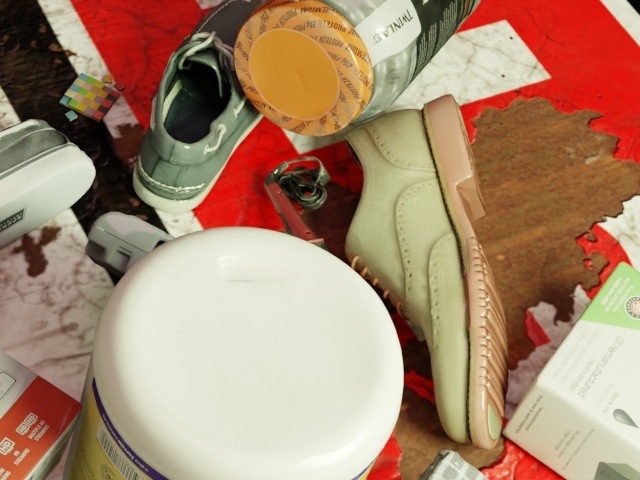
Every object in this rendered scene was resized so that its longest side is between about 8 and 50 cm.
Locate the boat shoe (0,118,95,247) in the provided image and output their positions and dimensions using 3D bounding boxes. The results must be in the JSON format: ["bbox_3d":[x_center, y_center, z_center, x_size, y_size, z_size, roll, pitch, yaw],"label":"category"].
[{"bbox_3d":[-0.361,-0.039,1.518,0.102,0.108,0.301,44,51,17],"label":"boat shoe"}]

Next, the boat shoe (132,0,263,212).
[{"bbox_3d":[-0.113,-0.170,1.698,0.116,0.099,0.319,21,50,1],"label":"boat shoe"}]

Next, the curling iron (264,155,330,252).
[{"bbox_3d":[0.000,0.000,1.593,0.068,0.035,0.274,-26,40,4],"label":"curling iron"}]

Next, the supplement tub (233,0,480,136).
[{"bbox_3d":[0.045,-0.255,1.730,0.193,0.193,0.316,31,43,7],"label":"supplement tub"}]

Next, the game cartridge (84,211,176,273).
[{"bbox_3d":[-0.077,0.061,1.472,0.297,0.198,0.062,27,88,-3],"label":"game cartridge"}]

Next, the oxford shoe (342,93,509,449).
[{"bbox_3d":[0.106,0.038,1.613,0.146,0.140,0.397,-12,56,9],"label":"oxford shoe"}]

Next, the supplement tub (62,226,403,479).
[{"bbox_3d":[-0.084,0.172,1.293,0.241,0.331,0.241,8,52,-11],"label":"supplement tub"}]

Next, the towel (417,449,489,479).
[{"bbox_3d":[0.130,0.344,1.365,0.235,0.121,0.284,30,51,6],"label":"towel"}]

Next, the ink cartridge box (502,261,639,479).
[{"bbox_3d":[0.352,0.182,1.560,0.273,0.115,0.198,34,51,10],"label":"ink cartridge box"}]

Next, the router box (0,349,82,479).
[{"bbox_3d":[-0.385,0.163,1.108,0.301,0.082,0.335,32,44,3],"label":"router box"}]

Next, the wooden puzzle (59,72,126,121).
[{"bbox_3d":[-0.249,-0.156,1.706,0.049,0.006,0.083,26,50,3],"label":"wooden puzzle"}]
